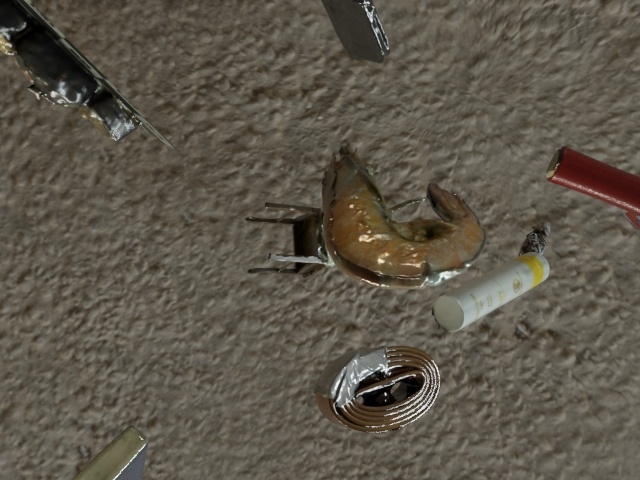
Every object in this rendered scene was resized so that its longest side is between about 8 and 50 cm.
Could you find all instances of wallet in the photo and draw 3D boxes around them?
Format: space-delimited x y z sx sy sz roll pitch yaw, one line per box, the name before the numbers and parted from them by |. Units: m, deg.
wallet | 0.027 -0.520 1.269 0.051 0.197 0.377 -35 123 -8

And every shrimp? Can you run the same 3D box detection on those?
shrimp | 0.067 -0.032 0.615 0.144 0.251 0.052 -4 129 -8
shrimp | 0.492 0.018 1.495 0.057 0.165 0.065 31 137 5

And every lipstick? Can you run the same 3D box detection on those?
lipstick | 0.277 0.077 1.028 0.059 0.264 0.059 18 117 41
lipstick | 0.578 -0.112 1.292 0.241 0.080 0.080 22 107 4

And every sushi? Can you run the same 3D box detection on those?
sushi | -0.240 -0.150 0.574 0.050 0.192 0.215 -48 124 -7

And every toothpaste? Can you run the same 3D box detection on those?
toothpaste | 0.751 -0.041 1.467 0.089 0.234 0.057 55 131 21

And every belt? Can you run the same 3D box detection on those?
belt | 0.150 0.386 1.700 0.339 0.122 0.217 -8 85 -26

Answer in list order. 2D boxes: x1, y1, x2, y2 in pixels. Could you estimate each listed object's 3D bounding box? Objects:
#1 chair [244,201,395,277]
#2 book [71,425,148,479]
chair | 0.000 0.000 1.536 0.319 0.186 0.160 2 76 -25
book | -0.215 0.257 0.506 0.025 0.191 0.269 38 146 8
